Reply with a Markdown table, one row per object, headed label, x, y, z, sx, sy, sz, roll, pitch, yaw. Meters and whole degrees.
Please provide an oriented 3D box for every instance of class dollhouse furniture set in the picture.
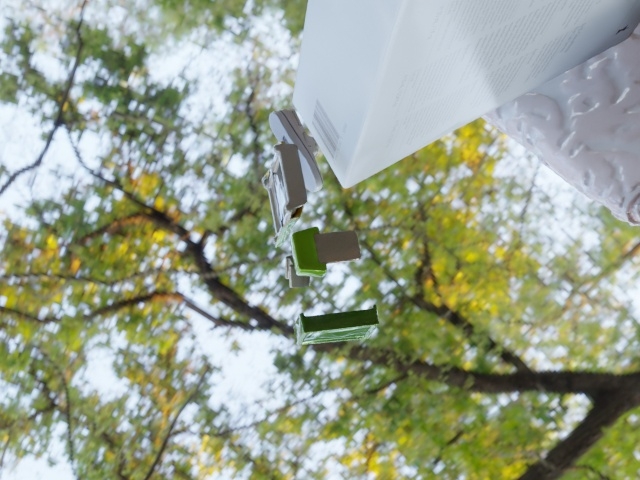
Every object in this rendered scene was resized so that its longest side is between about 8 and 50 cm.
| label | x | y | z | sx | sy | sz | roll | pitch | yaw |
| --- | --- | --- | --- | --- | --- | --- | --- | --- | --- |
| dollhouse furniture set | 0.000 | 0.000 | 0.892 | 0.059 | 0.076 | 0.151 | -6 | -112 | -13 |

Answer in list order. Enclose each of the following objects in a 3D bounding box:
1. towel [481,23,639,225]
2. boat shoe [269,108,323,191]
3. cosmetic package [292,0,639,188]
| label | x | y | z | sx | sy | sz | roll | pitch | yaw |
| --- | --- | --- | --- | --- | --- | --- | --- | --- | --- |
| towel | 0.301 | -0.173 | 1.036 | 0.317 | 0.053 | 0.332 | -34 | -146 | -4 |
| boat shoe | -0.017 | -0.098 | 1.249 | 0.035 | 0.035 | 0.100 | -21 | -110 | -28 |
| cosmetic package | 0.135 | -0.198 | 0.783 | 0.285 | 0.377 | 0.097 | -26 | -104 | -14 |
